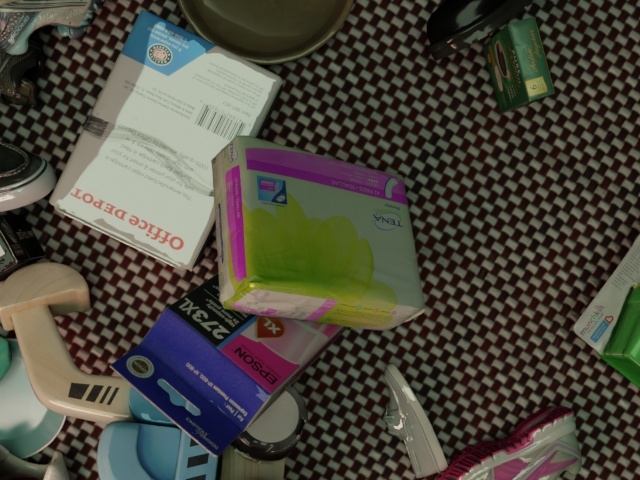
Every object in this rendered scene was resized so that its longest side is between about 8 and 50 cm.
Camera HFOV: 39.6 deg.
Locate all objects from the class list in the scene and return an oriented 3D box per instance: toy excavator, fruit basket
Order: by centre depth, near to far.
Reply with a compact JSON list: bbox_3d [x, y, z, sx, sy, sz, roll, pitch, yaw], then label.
[{"bbox_3d":[-0.254,0.252,1.240,0.445,0.222,0.433,8,60,-9],"label":"toy excavator"},{"bbox_3d":[0.595,0.094,1.339,0.327,0.165,0.353,37,75,-2],"label":"fruit basket"}]

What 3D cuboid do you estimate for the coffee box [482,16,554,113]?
[{"bbox_3d":[0.283,-0.248,1.284,0.040,0.184,0.113,-16,92,0],"label":"coffee box"}]

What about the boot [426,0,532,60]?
[{"bbox_3d":[0.225,-0.455,1.301,0.348,0.131,0.260,-43,99,-11],"label":"boot"}]

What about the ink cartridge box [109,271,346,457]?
[{"bbox_3d":[-0.095,0.122,1.196,0.176,0.371,0.069,38,125,10],"label":"ink cartridge box"}]

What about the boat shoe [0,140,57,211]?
[{"bbox_3d":[-0.537,-0.121,1.251,0.335,0.121,0.119,7,131,14],"label":"boat shoe"}]

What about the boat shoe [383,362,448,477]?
[{"bbox_3d":[0.131,0.277,1.359,0.063,0.066,0.184,-26,102,-2],"label":"boat shoe"}]

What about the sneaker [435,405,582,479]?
[{"bbox_3d":[0.289,0.352,1.341,0.252,0.103,0.111,-27,90,0],"label":"sneaker"}]

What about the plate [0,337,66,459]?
[{"bbox_3d":[-0.476,0.241,1.358,0.188,0.024,0.188,0,92,-1],"label":"plate"}]

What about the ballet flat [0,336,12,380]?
[{"bbox_3d":[-0.565,0.223,1.299,0.247,0.087,0.083,-32,82,6],"label":"ballet flat"}]

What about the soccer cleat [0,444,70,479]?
[{"bbox_3d":[-0.531,0.355,1.307,0.331,0.116,0.143,3,114,-9],"label":"soccer cleat"}]

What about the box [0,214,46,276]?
[{"bbox_3d":[-0.512,0.038,1.290,0.180,0.147,0.077,-30,92,0],"label":"box"}]

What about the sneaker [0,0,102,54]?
[{"bbox_3d":[-0.364,-0.364,1.300,0.283,0.110,0.122,-32,114,-20],"label":"sneaker"}]

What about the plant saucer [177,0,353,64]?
[{"bbox_3d":[-0.083,-0.399,1.339,0.278,0.041,0.278,0,89,-2],"label":"plant saucer"}]

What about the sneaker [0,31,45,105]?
[{"bbox_3d":[-0.505,-0.229,1.314,0.227,0.087,0.130,-35,86,-6],"label":"sneaker"}]

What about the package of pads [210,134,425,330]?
[{"bbox_3d":[0.000,0.000,1.223,0.296,0.101,0.229,10,61,-32],"label":"package of pads"}]

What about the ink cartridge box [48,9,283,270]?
[{"bbox_3d":[-0.219,-0.140,1.302,0.223,0.129,0.307,26,90,-3],"label":"ink cartridge box"}]
